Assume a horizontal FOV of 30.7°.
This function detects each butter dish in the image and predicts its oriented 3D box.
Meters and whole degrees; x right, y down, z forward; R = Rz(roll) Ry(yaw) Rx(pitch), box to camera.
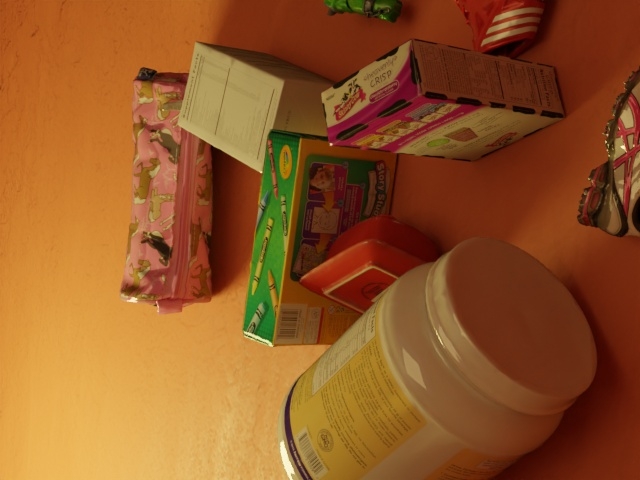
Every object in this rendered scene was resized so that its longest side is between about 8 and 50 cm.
[{"bbox_3d":[0.079,0.020,1.493,0.160,0.160,0.118,-33,39,45],"label":"butter dish"}]

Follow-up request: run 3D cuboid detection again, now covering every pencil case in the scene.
[{"bbox_3d":[-0.236,-0.078,1.872,0.160,0.167,0.386,6,93,21],"label":"pencil case"}]

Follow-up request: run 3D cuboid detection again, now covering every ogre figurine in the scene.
[{"bbox_3d":[0.054,-0.381,1.581,0.118,0.097,0.197,-11,94,33],"label":"ogre figurine"}]

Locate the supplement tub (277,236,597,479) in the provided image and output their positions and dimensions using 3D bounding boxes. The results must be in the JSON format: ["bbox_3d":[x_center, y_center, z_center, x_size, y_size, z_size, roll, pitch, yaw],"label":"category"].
[{"bbox_3d":[0.126,0.173,1.324,0.331,0.241,0.241,-47,53,38],"label":"supplement tub"}]

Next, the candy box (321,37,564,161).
[{"bbox_3d":[0.141,-0.155,1.334,0.159,0.233,0.071,-24,69,47],"label":"candy box"}]

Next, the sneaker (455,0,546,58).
[{"bbox_3d":[0.178,-0.286,1.418,0.221,0.087,0.128,23,104,51],"label":"sneaker"}]

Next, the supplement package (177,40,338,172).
[{"bbox_3d":[-0.083,-0.193,1.700,0.244,0.134,0.139,32,113,48],"label":"supplement package"}]

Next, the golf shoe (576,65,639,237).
[{"bbox_3d":[0.338,-0.094,1.229,0.086,0.067,0.186,20,102,21],"label":"golf shoe"}]

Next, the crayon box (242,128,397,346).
[{"bbox_3d":[0.000,0.000,1.557,0.081,0.165,0.278,15,99,52],"label":"crayon box"}]
